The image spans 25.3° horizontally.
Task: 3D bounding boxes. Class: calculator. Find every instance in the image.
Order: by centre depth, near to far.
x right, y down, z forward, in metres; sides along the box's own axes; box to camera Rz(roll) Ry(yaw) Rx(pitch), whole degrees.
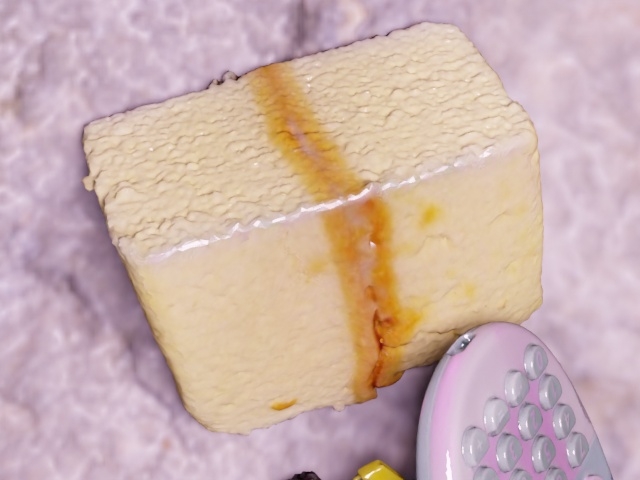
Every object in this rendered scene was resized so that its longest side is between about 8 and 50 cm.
[{"bbox_3d":[0.126,0.188,0.811,0.041,0.185,0.299,-7,113,35],"label":"calculator"}]

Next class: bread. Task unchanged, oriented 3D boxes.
[{"bbox_3d":[0.000,0.000,0.830,0.240,0.135,0.178,-18,133,-7],"label":"bread"}]

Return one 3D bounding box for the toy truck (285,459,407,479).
[{"bbox_3d":[-0.040,0.248,0.813,0.286,0.111,0.136,-41,103,0],"label":"toy truck"}]
